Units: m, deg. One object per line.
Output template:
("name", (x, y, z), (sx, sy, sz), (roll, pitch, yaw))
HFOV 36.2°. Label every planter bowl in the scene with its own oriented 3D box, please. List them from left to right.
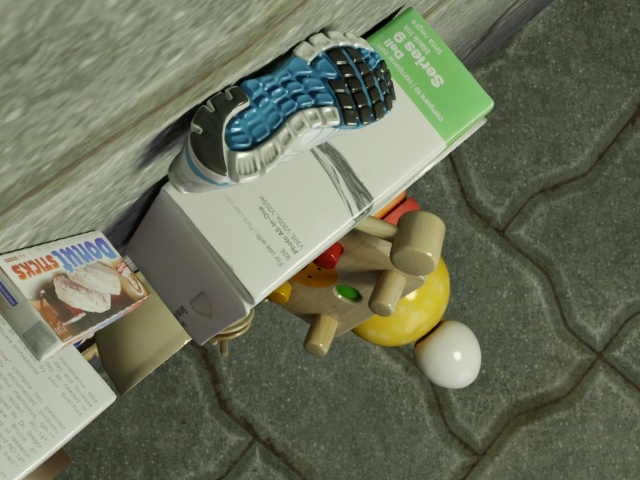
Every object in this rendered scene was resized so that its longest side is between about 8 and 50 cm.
("planter bowl", (-0.218, 0.101, 1.222), (0.162, 0.109, 0.162), (-40, 180, 0))

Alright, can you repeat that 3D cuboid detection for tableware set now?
("tableware set", (-0.180, 0.102, 1.428), (0.128, 0.194, 0.039), (-39, 136, -39))

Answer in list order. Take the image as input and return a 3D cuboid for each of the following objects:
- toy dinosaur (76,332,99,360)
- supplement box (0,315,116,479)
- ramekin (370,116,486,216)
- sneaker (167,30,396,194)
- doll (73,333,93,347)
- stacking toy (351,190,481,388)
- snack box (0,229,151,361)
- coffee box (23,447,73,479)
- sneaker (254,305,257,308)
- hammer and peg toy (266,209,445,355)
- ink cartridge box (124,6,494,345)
("toy dinosaur", (-0.325, 0.150, 1.407), (0.183, 0.053, 0.092), (-39, 179, 1))
("supplement box", (-0.266, 0.144, 0.662), (0.111, 0.114, 0.220), (-40, -179, 45))
("ramekin", (0.091, -0.135, 1.414), (0.277, 0.135, 0.277), (-40, -179, 0))
("sneaker", (-0.029, -0.084, 0.669), (0.190, 0.071, 0.083), (-29, 180, -37))
("doll", (-0.286, 0.117, 1.034), (0.189, 0.046, 0.129), (-39, 179, 37))
("stacking toy", (0.109, 0.070, 1.744), (0.350, 0.480, 0.350), (-39, -179, 0))
("snack box", (-0.162, 0.031, 0.639), (0.022, 0.064, 0.178), (-40, 180, 8))
("coffee box", (-0.478, 0.331, 1.308), (0.098, 0.141, 0.246), (-39, -179, 45))
("sneaker", (-0.129, 0.041, 1.540), (0.097, 0.135, 0.276), (-37, 178, -31))
("hammer and peg toy", (0.000, 0.000, 1.262), (0.361, 0.266, 0.127), (-40, -158, 54))
("ink cartridge box", (-0.017, -0.052, 0.875), (0.289, 0.121, 0.211), (-39, 180, -24))
